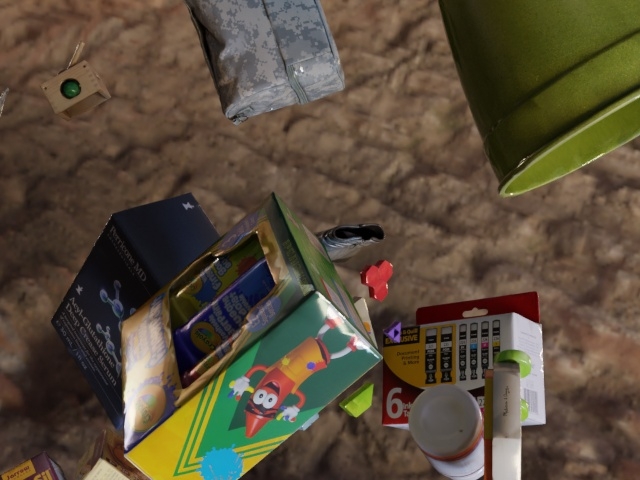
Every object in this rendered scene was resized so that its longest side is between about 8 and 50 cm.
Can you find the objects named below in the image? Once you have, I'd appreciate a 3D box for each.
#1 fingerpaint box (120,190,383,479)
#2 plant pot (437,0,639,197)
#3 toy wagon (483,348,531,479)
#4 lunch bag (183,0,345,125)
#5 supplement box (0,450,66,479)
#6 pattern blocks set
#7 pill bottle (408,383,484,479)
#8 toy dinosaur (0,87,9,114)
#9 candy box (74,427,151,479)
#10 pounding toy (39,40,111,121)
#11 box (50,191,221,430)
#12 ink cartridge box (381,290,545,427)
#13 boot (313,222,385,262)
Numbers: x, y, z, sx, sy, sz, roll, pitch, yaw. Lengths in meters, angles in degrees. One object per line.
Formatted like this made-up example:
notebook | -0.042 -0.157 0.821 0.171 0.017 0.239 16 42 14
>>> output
fingerpaint box | -0.136 0.156 1.700 0.163 0.371 0.445 47 -173 -23
plant pot | 0.320 -0.301 1.444 0.353 0.366 0.366 62 -154 9
toy wagon | 0.272 0.340 1.551 0.068 0.344 0.267 1 -132 9
lunch bag | -0.115 -0.406 2.095 0.256 0.305 0.212 -19 173 2
supplement box | -0.430 0.440 1.655 0.104 0.081 0.188 -29 -121 -10
pattern blocks set | 0.042 0.201 2.011 0.026 0.285 0.325 5 -159 43
pill bottle | 0.227 0.332 1.794 0.121 0.121 0.221 21 162 26
toy dinosaur | -0.631 -0.156 1.819 0.064 0.118 0.268 42 -132 -4
candy box | -0.264 0.460 1.789 0.316 0.087 0.183 38 180 -11
pounding toy | -0.521 -0.336 2.250 0.130 0.100 0.141 -30 178 0
box | -0.341 0.149 2.179 0.212 0.395 0.293 -18 -115 -45
ink cartridge box | 0.284 0.238 2.141 0.309 0.272 0.130 -12 158 36
boot | 0.000 0.000 2.228 0.246 0.083 0.161 -6 167 -27
